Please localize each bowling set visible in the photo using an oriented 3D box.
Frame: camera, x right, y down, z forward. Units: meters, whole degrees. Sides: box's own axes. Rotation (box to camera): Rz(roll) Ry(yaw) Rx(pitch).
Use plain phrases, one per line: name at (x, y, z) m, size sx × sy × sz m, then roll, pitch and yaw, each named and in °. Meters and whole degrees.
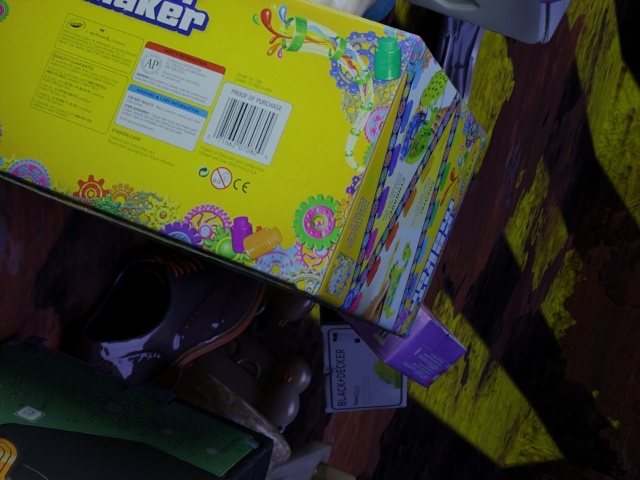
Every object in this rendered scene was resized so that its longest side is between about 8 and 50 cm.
bowling set at (-0.072, 0.155, 1.556) m, size 0.287 × 0.154 × 0.200 m, roll -67°, pitch 161°, yaw -4°

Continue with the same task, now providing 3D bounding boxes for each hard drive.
hard drive at (-0.208, 0.180, 1.056) m, size 0.339 × 0.237 × 0.064 m, roll -36°, pitch 144°, yaw -61°

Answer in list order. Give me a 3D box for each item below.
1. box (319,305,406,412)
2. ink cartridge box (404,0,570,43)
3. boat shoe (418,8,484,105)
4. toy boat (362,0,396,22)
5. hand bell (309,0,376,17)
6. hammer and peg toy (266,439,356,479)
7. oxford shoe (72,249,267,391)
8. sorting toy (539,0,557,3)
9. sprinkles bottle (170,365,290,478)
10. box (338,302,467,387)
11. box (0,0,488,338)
box at (0.038, 0.016, 1.623) m, size 0.169 × 0.087 × 0.290 m, roll 87°, pitch 0°, yaw -51°
ink cartridge box at (0.197, -0.384, 1.616) m, size 0.306 × 0.226 × 0.131 m, roll -61°, pitch 161°, yaw -26°
boat shoe at (0.145, -0.244, 1.885) m, size 0.112 × 0.095 × 0.335 m, roll -114°, pitch -141°, yaw -62°
toy boat at (0.074, -0.298, 1.349) m, size 0.318 × 0.148 × 0.267 m, roll -93°, pitch -161°, yaw -73°
hand bell at (-0.010, -0.100, 1.276) m, size 0.126 × 0.126 × 0.242 m, roll 52°, pitch 36°, yaw -70°
hammer and peg toy at (-0.086, 0.370, 1.817) m, size 0.266 × 0.127 × 0.361 m, roll -70°, pitch 163°, yaw 5°
oxford shoe at (-0.124, 0.047, 1.388) m, size 0.271 × 0.097 × 0.098 m, roll -51°, pitch 151°, yaw -43°
sorting toy at (0.198, -0.378, 1.346) m, size 0.127 × 0.126 × 0.365 m, roll -96°, pitch 163°, yaw -53°
sprinkles bottle at (-0.181, 0.273, 1.301) m, size 0.355 × 0.121 × 0.121 m, roll -49°, pitch 158°, yaw -12°
box at (0.000, 0.000, 1.380) m, size 0.057 × 0.293 × 0.201 m, roll -44°, pitch 162°, yaw 2°
box at (-0.064, -0.071, 1.099) m, size 0.177 × 0.290 × 0.279 m, roll -68°, pitch 163°, yaw -3°
